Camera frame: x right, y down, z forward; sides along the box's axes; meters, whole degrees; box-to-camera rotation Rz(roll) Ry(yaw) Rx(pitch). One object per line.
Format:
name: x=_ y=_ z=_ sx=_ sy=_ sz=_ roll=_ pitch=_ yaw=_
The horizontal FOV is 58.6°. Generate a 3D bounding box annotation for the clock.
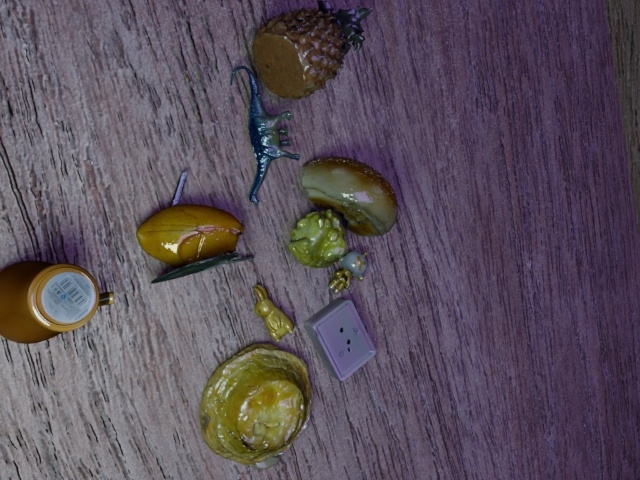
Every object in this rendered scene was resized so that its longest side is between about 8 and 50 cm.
clock: x=0.059 y=0.283 z=1.650 sx=0.150 sy=0.063 sz=0.197 roll=-34 pitch=108 yaw=-25

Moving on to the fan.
fan: x=-0.293 y=0.070 z=1.396 sx=0.224 sy=0.294 sz=0.012 roll=-19 pitch=85 yaw=3

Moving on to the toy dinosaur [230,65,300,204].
toy dinosaur: x=-0.140 y=-0.281 z=1.513 sx=0.147 sy=0.076 sz=0.362 roll=-10 pitch=100 yaw=-23

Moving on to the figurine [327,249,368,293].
figurine: x=0.078 y=0.087 z=1.659 sx=0.143 sy=0.068 sz=0.101 roll=-26 pitch=97 yaw=-10

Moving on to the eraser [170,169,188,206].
eraser: x=-0.351 y=-0.129 z=1.421 sx=0.019 sy=0.027 sz=0.099 roll=18 pitch=82 yaw=-22

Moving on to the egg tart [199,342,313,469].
egg tart: x=-0.147 y=0.440 z=1.500 sx=0.342 sy=0.129 sz=0.340 roll=-1 pitch=92 yaw=-32

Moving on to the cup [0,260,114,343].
cup: x=-0.550 y=0.124 z=1.189 sx=0.226 sy=0.264 sz=0.182 roll=3 pitch=81 yaw=-42

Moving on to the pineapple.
pineapple: x=-0.003 y=-0.538 z=1.526 sx=0.357 sy=0.223 sz=0.222 roll=-44 pitch=112 yaw=-31

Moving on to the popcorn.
popcorn: x=-0.004 y=-0.008 z=1.557 sx=0.174 sy=0.142 sz=0.173 roll=-3 pitch=129 yaw=-4

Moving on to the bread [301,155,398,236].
bread: x=0.105 y=-0.131 z=1.592 sx=0.314 sy=0.192 sz=0.171 roll=33 pitch=76 yaw=-27

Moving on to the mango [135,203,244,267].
mango: x=-0.318 y=-0.012 z=1.387 sx=0.252 sy=0.126 sz=0.153 roll=-1 pitch=88 yaw=-23

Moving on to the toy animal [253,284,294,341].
toy animal: x=-0.138 y=0.191 z=1.540 sx=0.070 sy=0.083 sz=0.159 roll=-35 pitch=98 yaw=3
